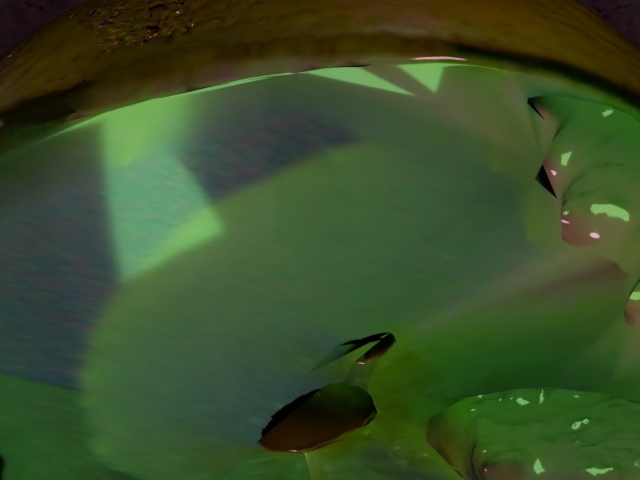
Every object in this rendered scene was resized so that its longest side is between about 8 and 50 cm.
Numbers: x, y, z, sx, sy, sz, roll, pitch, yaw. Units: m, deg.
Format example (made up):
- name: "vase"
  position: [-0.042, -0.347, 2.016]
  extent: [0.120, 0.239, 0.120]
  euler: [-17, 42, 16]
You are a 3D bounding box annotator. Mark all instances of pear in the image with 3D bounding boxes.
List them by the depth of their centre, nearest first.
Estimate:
- name: "pear"
  position: [0.003, -0.004, 0.714]
  extent: [0.399, 0.165, 0.399]
  euler: [-3, 144, -2]
